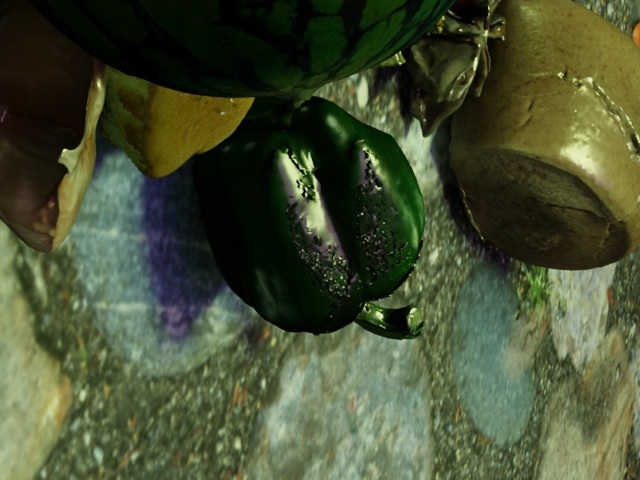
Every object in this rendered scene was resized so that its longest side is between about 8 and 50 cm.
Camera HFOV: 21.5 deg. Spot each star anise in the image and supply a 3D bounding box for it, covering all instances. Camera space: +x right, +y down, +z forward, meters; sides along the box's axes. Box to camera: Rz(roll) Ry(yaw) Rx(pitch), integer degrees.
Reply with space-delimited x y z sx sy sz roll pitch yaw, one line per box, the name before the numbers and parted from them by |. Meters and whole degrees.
star anise | 0.128 -0.216 1.626 0.209 0.089 0.231 -65 157 -47

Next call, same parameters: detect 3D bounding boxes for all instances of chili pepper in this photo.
chili pepper | 0.000 0.000 1.381 0.165 0.174 0.261 -45 129 -34

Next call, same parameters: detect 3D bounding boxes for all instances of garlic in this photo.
garlic | -0.184 -0.082 1.108 0.124 0.099 0.174 29 73 -76

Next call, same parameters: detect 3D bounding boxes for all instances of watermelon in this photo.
watermelon | -0.055 -0.256 1.019 0.363 0.363 0.363 -31 126 -54

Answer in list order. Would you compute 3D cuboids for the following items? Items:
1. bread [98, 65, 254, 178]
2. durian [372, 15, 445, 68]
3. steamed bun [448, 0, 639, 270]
bread | -0.099 -0.121 1.226 0.140 0.069 0.128 -42 155 -30
durian | 0.022 -0.259 1.339 0.237 0.193 0.138 100 -9 -55
steamed bun | 0.275 -0.111 1.815 0.301 0.199 0.251 50 56 -54
